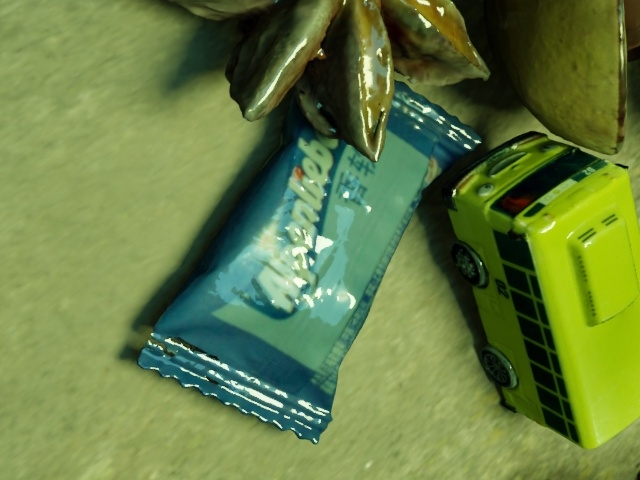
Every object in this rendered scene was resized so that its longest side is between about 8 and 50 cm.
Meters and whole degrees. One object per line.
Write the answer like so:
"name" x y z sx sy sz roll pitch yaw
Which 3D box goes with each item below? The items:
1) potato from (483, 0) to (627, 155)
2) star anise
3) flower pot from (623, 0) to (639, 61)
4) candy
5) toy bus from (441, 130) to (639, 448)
"potato" 0.202 -0.210 0.845 0.116 0.299 0.239 -1 136 8
"star anise" -0.001 -0.219 0.790 0.332 0.117 0.331 11 70 -30
"flower pot" 0.325 -0.235 0.964 0.111 0.111 0.089 -14 88 -24
"candy" 0.000 0.000 0.836 0.187 0.077 0.331 31 76 -17
"toy bus" 0.220 0.045 0.880 0.128 0.150 0.262 -31 119 -20
